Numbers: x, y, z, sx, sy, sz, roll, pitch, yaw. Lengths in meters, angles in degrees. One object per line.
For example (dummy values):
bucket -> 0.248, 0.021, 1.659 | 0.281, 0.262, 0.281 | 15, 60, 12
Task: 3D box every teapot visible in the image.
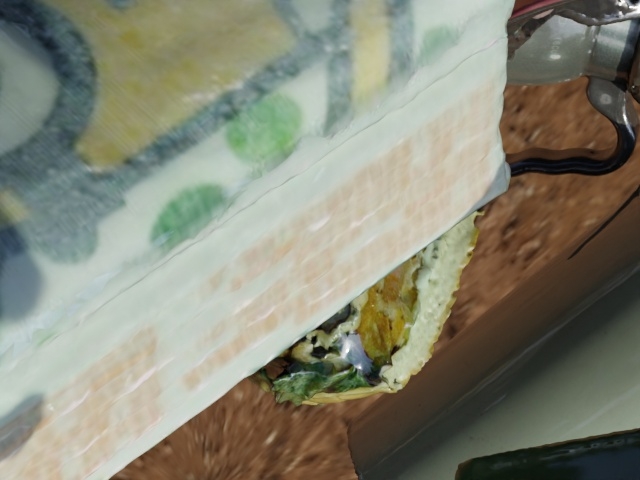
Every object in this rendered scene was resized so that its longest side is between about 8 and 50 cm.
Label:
teapot -> 0.219, -0.190, 1.706 | 0.285, 0.223, 0.305 | 17, 97, 12

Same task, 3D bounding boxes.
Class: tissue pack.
tissue pack -> -0.120, -0.034, 0.629 | 0.311, 0.128, 0.228 | -37, 58, -24

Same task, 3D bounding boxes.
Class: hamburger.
hamburger -> 0.000, 0.000, 1.504 | 0.132, 0.211, 0.308 | 39, 55, -40

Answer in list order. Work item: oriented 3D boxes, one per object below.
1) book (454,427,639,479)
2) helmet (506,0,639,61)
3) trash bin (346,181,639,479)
book -> 0.165, 0.218, 0.520 | 0.260, 0.043, 0.370 | -14, 62, 27
helmet -> 0.192, -0.203, 1.185 | 0.253, 0.198, 0.154 | -3, 81, -49
trash bin -> 0.263, 0.141, 1.744 | 0.432, 0.280, 0.280 | -38, 85, 18
